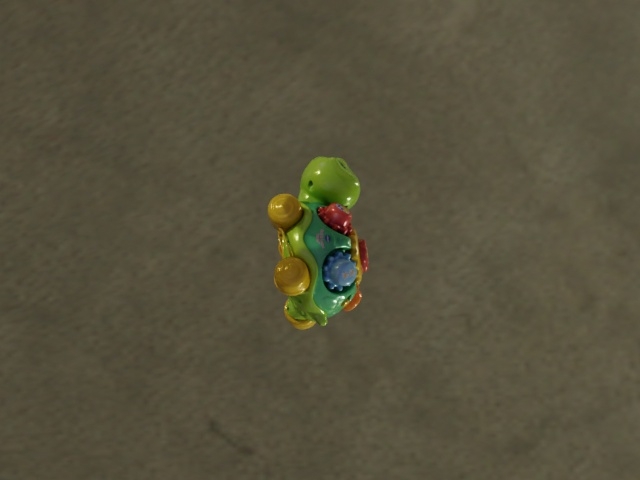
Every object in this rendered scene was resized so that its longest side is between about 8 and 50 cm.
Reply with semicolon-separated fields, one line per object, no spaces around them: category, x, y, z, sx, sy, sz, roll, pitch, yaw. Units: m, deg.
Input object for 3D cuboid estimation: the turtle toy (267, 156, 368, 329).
turtle toy;0.000;0.000;1.256;0.066;0.095;0.130;-7;67;3
